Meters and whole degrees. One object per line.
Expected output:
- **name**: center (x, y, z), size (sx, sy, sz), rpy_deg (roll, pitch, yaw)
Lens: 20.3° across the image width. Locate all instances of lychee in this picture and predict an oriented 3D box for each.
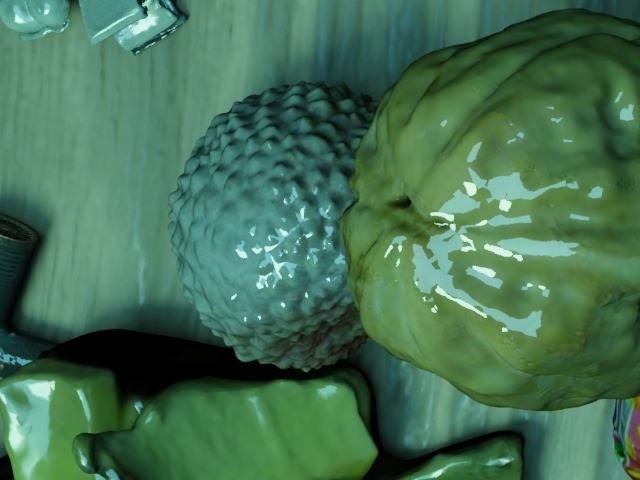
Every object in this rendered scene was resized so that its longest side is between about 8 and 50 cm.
- **lychee**: center (0.000, 0.000, 0.990), size (0.165, 0.165, 0.197), rpy_deg (-40, 64, 16)

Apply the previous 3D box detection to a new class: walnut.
- **walnut**: center (0.122, -0.015, 0.869), size (0.198, 0.245, 0.198), rpy_deg (-1, 89, 52)

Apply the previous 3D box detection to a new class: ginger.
- **ginger**: center (-0.057, 0.234, 0.999), size (0.413, 0.211, 0.358), rpy_deg (32, 102, 2)

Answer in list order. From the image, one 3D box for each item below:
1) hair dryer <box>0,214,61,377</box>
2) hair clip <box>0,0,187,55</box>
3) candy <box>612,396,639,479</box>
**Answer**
- **hair dryer**: center (-0.161, 0.099, 1.114), size (0.195, 0.050, 0.173), rpy_deg (26, 106, 8)
- **hair clip**: center (-0.160, -0.214, 1.074), size (0.140, 0.054, 0.220), rpy_deg (-30, 85, 23)
- **candy**: center (0.284, 0.152, 0.879), size (0.365, 0.124, 0.124), rpy_deg (39, 109, 45)
